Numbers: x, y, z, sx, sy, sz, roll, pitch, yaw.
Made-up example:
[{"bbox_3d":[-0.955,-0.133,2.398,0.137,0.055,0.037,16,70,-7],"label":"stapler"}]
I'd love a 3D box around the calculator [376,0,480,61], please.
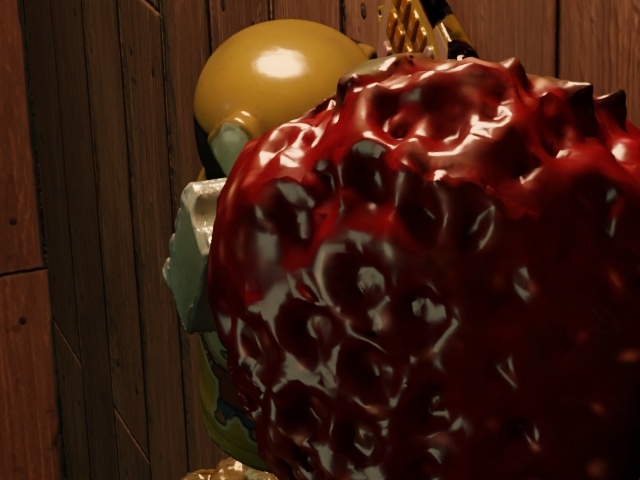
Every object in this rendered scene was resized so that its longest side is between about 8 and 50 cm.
[{"bbox_3d":[0.083,-0.095,1.400,0.157,0.033,0.236,99,157,-45],"label":"calculator"}]

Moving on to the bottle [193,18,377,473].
[{"bbox_3d":[-0.021,-0.002,1.471,0.171,0.171,0.351,-122,22,-50],"label":"bottle"}]

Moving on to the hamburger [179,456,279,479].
[{"bbox_3d":[-0.086,0.311,1.858,0.130,0.206,0.183,72,177,-55],"label":"hamburger"}]

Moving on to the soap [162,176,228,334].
[{"bbox_3d":[0.000,0.000,1.314,0.114,0.198,0.063,107,148,-55],"label":"soap"}]

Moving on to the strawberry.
[{"bbox_3d":[0.064,0.078,1.074,0.317,0.295,0.345,11,89,66],"label":"strawberry"}]
